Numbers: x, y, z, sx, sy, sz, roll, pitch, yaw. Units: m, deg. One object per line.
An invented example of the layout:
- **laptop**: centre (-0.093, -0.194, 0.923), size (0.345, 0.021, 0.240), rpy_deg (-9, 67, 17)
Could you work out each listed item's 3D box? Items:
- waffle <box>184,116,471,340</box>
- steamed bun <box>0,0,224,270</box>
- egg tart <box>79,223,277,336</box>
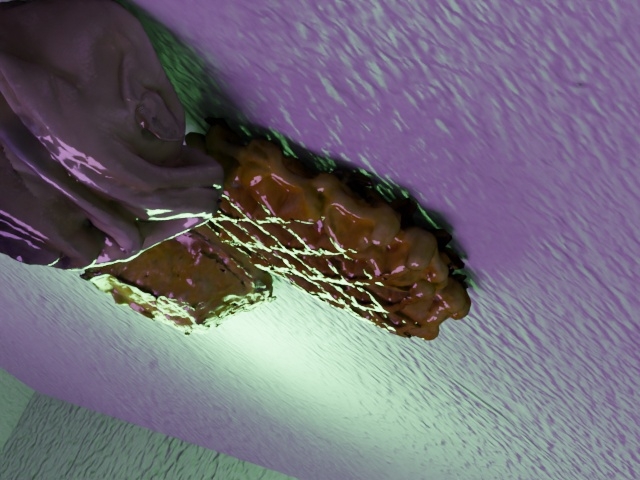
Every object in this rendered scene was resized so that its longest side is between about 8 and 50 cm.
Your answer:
- **waffle**: centre (0.000, 0.000, 1.870), size (0.382, 0.095, 0.380), rpy_deg (23, 164, 22)
- **steamed bun**: centre (-0.297, -0.086, 1.710), size (0.346, 0.237, 0.394), rpy_deg (37, 153, 11)
- **egg tart**: centre (-0.233, 0.045, 2.273), size (0.345, 0.132, 0.345), rpy_deg (24, 164, 7)
